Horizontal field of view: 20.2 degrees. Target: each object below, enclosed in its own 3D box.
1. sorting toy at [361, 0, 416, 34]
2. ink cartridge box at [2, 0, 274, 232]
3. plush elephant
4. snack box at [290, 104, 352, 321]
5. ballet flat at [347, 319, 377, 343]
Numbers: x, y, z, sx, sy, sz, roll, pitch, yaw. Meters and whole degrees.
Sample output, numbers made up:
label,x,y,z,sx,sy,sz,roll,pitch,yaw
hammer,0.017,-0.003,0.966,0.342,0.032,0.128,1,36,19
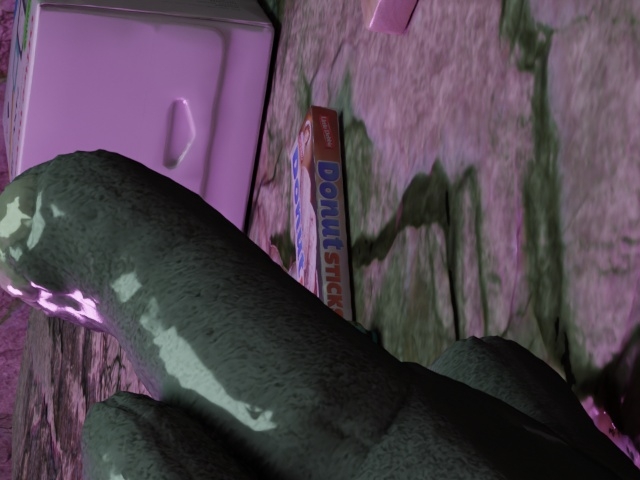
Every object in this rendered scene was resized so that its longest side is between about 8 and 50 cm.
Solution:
label,x,y,z,sx,sy,sz,roll,pitch,yaw
sorting toy,0.028,-0.303,1.066,0.255,0.089,0.257,112,158,-50
ink cartridge box,-0.167,-0.140,1.572,0.270,0.197,0.198,-118,35,-65
plush elephant,0.009,0.175,0.590,0.255,0.272,0.330,-56,45,9
snack box,0.000,0.000,1.205,0.064,0.022,0.178,114,157,-56
ballet flat,-0.001,0.139,1.070,0.070,0.070,0.188,126,146,-64
